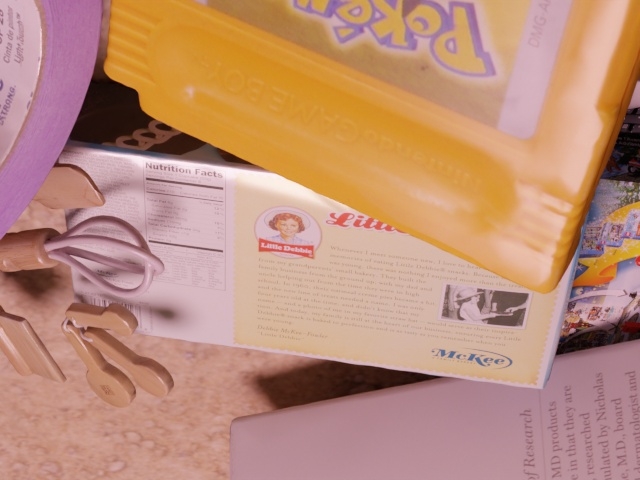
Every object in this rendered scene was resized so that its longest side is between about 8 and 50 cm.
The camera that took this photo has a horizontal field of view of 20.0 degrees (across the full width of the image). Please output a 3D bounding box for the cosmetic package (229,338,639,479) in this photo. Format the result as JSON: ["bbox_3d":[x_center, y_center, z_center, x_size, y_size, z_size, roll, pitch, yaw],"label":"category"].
[{"bbox_3d":[0.182,0.198,1.312,0.453,0.162,0.230,-13,149,23],"label":"cosmetic package"}]

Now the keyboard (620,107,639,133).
[{"bbox_3d":[0.167,-0.097,1.085,0.180,0.023,0.108,0,143,-24],"label":"keyboard"}]

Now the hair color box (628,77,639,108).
[{"bbox_3d":[0.315,-0.195,0.927,0.374,0.114,0.185,-9,141,10],"label":"hair color box"}]

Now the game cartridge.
[{"bbox_3d":[0.030,-0.147,0.899,0.285,0.053,0.324,24,134,13],"label":"game cartridge"}]

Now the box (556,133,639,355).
[{"bbox_3d":[0.197,0.020,1.241,0.159,0.044,0.233,6,141,-10],"label":"box"}]

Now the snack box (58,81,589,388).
[{"bbox_3d":[0.000,0.000,1.158,0.321,0.060,0.187,8,141,3],"label":"snack box"}]

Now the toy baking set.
[{"bbox_3d":[-0.177,0.014,1.161,0.196,0.030,0.256,22,144,21],"label":"toy baking set"}]

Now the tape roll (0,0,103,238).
[{"bbox_3d":[-0.236,-0.081,0.923,0.090,0.275,0.275,33,148,24],"label":"tape roll"}]
